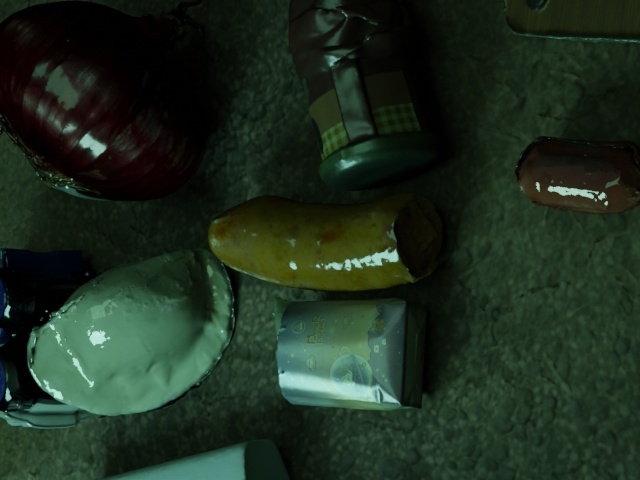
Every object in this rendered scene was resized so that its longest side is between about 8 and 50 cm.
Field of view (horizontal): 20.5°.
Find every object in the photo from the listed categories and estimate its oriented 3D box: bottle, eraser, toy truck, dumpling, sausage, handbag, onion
[{"bbox_3d":[0.039,-0.195,1.869,0.156,0.143,0.271,135,123,-67],"label":"bottle"},{"bbox_3d":[-0.162,0.340,1.967,0.290,0.104,0.189,-18,75,31],"label":"eraser"},{"bbox_3d":[-0.337,0.117,2.096,0.177,0.161,0.213,-12,78,53],"label":"toy truck"},{"bbox_3d":[-0.205,0.111,2.003,0.247,0.142,0.172,-27,98,-5],"label":"dumpling"},{"bbox_3d":[0.258,-0.064,1.742,0.141,0.076,0.076,4,87,33],"label":"sausage"},{"bbox_3d":[0.001,0.000,1.894,0.270,0.109,0.109,3,87,33],"label":"sausage"},{"bbox_3d":[0.027,0.119,1.874,0.173,0.095,0.117,0,79,26],"label":"handbag"},{"bbox_3d":[-0.232,-0.181,1.987,0.273,0.273,0.285,38,86,31],"label":"onion"}]

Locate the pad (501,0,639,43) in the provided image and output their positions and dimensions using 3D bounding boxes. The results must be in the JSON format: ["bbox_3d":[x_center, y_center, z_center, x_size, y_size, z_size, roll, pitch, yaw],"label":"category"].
[{"bbox_3d":[0.322,-0.336,1.762,0.284,0.018,0.286,8,88,35],"label":"pad"}]
